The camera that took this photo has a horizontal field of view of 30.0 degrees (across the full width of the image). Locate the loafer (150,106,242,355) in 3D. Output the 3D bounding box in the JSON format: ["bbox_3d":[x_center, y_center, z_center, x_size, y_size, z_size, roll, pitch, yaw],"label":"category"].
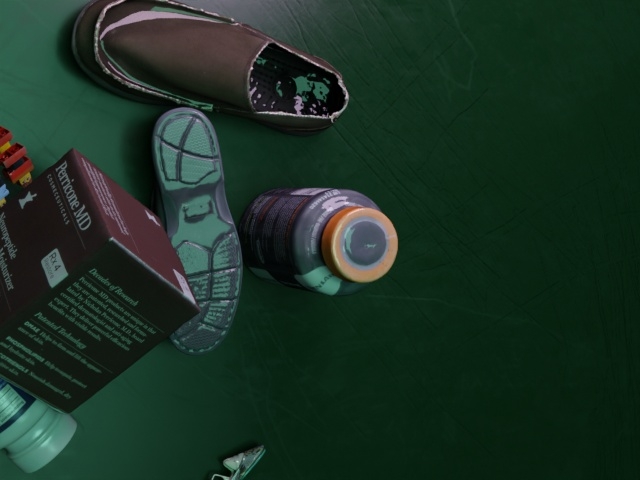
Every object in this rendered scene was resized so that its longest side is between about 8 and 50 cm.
[{"bbox_3d":[-0.160,-0.014,1.475,0.109,0.095,0.303,-6,99,-15],"label":"loafer"}]

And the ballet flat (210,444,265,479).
[{"bbox_3d":[-0.116,0.305,1.538,0.041,0.041,0.114,40,75,-21],"label":"ballet flat"}]

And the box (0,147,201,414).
[{"bbox_3d":[-0.277,0.048,1.316,0.203,0.168,0.167,-39,136,7],"label":"box"}]

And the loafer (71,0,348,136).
[{"bbox_3d":[-0.118,-0.221,1.457,0.365,0.130,0.134,10,88,-25],"label":"loafer"}]

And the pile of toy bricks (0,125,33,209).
[{"bbox_3d":[-0.413,-0.031,1.355,0.212,0.118,0.105,-43,142,-26],"label":"pile of toy bricks"}]

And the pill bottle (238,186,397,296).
[{"bbox_3d":[0.000,0.000,1.461,0.130,0.245,0.131,-1,93,-25],"label":"pill bottle"}]

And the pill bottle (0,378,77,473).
[{"bbox_3d":[-0.373,0.174,1.369,0.112,0.112,0.187,-45,110,-16],"label":"pill bottle"}]
